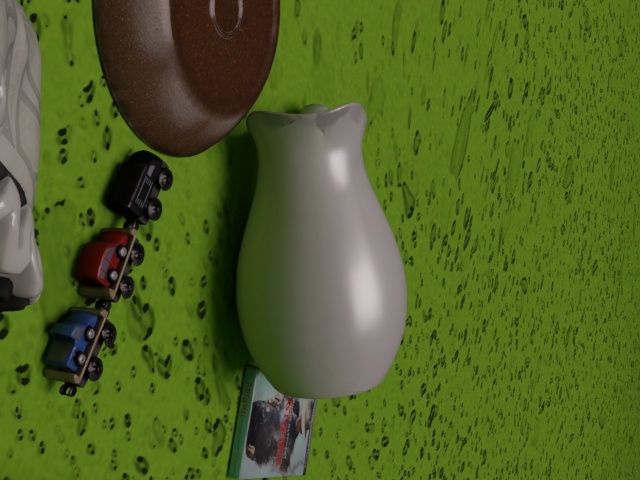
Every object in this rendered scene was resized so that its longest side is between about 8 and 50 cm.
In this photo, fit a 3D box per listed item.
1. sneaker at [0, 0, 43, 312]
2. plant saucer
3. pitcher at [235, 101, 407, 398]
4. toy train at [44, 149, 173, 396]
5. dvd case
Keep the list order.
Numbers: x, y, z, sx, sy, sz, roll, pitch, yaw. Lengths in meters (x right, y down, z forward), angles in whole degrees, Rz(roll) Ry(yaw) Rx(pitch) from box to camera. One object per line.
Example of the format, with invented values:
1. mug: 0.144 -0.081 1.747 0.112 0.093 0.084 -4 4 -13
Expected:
1. sneaker: -0.156 -0.069 0.411 0.292 0.110 0.118 115 -17 -67
2. plant saucer: -0.074 -0.152 0.716 0.198 0.036 0.199 -25 118 -60
3. pitcher: 0.000 0.000 0.827 0.178 0.125 0.207 -61 146 -79
4. toy train: -0.126 0.016 0.651 0.036 0.027 0.158 50 51 -53
5. dvd case: -0.035 0.148 0.889 0.119 0.013 0.087 24 74 -65
